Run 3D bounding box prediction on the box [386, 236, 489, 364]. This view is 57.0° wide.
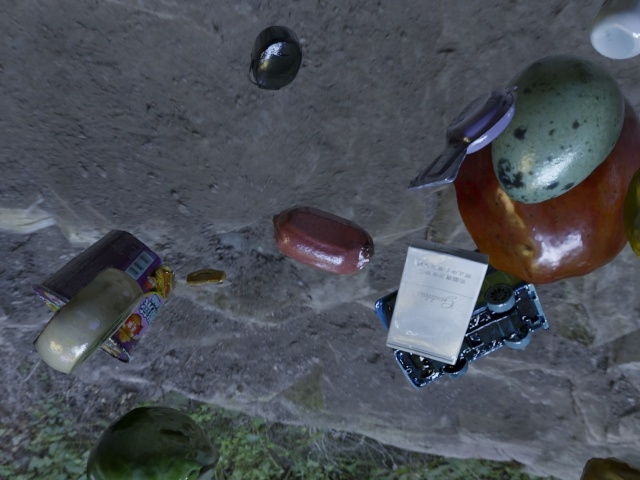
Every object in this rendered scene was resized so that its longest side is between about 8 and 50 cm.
[{"bbox_3d":[0.162,0.090,0.842,0.109,0.029,0.198,14,128,10],"label":"box"}]

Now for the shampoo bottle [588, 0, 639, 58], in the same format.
[{"bbox_3d":[0.401,-0.311,0.721,0.074,0.074,0.192,37,77,-6],"label":"shampoo bottle"}]

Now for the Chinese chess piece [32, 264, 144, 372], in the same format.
[{"bbox_3d":[-0.515,0.177,1.326,0.104,0.257,0.257,41,87,-4],"label":"Chinese chess piece"}]

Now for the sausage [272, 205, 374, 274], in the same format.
[{"bbox_3d":[0.000,0.000,1.421,0.254,0.148,0.148,25,89,-9],"label":"sausage"}]

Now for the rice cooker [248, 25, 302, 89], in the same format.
[{"bbox_3d":[-0.130,-0.519,1.686,0.142,0.203,0.118,0,63,-25],"label":"rice cooker"}]

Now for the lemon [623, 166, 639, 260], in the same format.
[{"bbox_3d":[0.529,-0.036,0.779,0.253,0.228,0.228,20,89,7],"label":"lemon"}]

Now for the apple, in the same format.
[{"bbox_3d":[0.432,-0.107,1.104,0.329,0.295,0.365,-3,101,28],"label":"apple"}]

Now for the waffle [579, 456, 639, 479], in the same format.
[{"bbox_3d":[0.246,0.305,0.415,0.168,0.057,0.274,14,87,21],"label":"waffle"}]

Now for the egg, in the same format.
[{"bbox_3d":[0.341,-0.162,0.871,0.177,0.177,0.228,24,92,-7],"label":"egg"}]

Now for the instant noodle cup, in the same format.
[{"bbox_3d":[-0.589,0.142,1.674,0.340,0.340,0.266,40,62,-6],"label":"instant noodle cup"}]

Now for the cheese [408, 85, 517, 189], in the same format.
[{"bbox_3d":[0.189,-0.135,0.759,0.042,0.105,0.191,48,72,-15],"label":"cheese"}]

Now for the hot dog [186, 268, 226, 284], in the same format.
[{"bbox_3d":[-0.302,0.096,1.566,0.137,0.028,0.044,-10,72,36],"label":"hot dog"}]

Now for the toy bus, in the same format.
[{"bbox_3d":[0.293,0.158,1.250,0.312,0.190,0.152,-28,125,7],"label":"toy bus"}]

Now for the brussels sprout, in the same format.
[{"bbox_3d":[-0.326,0.432,1.151,0.244,0.244,0.244,0,92,-7],"label":"brussels sprout"}]
